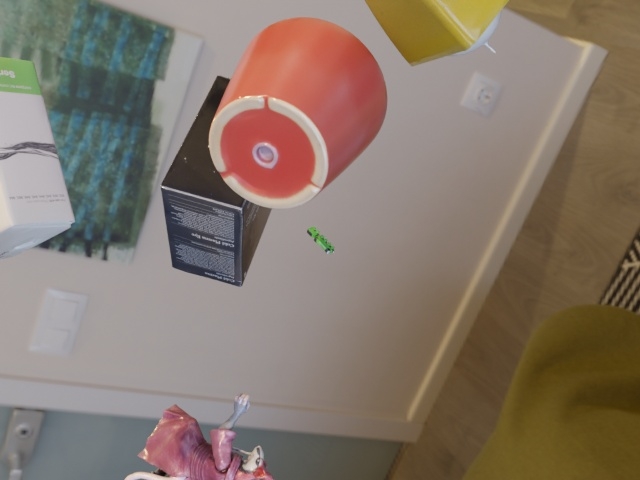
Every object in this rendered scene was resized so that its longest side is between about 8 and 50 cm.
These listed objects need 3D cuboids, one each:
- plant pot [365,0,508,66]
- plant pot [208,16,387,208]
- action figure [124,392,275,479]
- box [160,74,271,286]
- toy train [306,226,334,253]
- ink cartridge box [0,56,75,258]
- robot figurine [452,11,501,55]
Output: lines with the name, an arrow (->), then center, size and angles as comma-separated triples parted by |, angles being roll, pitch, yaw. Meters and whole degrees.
plant pot -> 0.154, -0.386, 0.932 | 0.212, 0.187, 0.212 | -52, 16, -2
plant pot -> -0.048, -0.195, 1.143 | 0.275, 0.275, 0.243 | -50, 8, 39
action figure -> -0.274, 0.522, 1.648 | 0.370, 0.275, 0.248 | 3, 120, 38
box -> -0.206, -0.129, 1.579 | 0.313, 0.178, 0.343 | 99, -172, -55
toy train -> 0.000, 0.000, 1.555 | 0.083, 0.023, 0.017 | 47, 135, 27
ink cartridge box -> -0.519, -0.122, 1.099 | 0.198, 0.114, 0.273 | -20, 83, 33
robot figurine -> 0.306, -0.597, 1.704 | 0.354, 0.299, 0.200 | 63, 142, 19
